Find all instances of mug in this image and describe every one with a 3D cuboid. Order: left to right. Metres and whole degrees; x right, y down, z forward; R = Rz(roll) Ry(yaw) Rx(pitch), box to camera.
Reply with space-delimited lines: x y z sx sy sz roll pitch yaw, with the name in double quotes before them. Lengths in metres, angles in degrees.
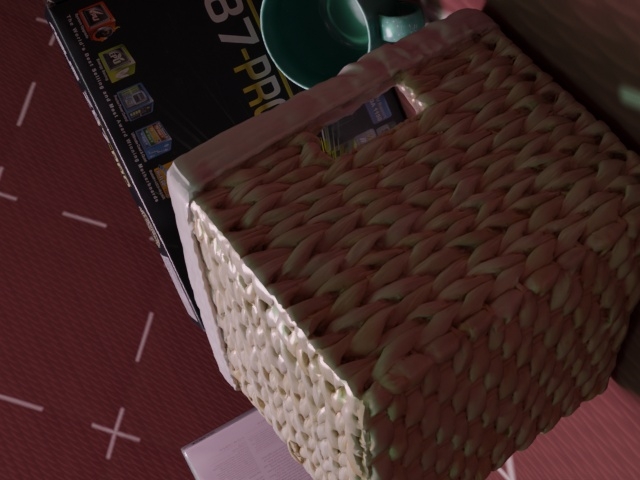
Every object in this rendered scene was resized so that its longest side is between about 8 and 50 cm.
"mug" 0.028 -0.222 0.915 0.158 0.097 0.129 36 132 10

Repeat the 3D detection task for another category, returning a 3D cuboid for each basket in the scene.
"basket" 0.086 0.038 0.780 0.266 0.328 0.331 47 158 33

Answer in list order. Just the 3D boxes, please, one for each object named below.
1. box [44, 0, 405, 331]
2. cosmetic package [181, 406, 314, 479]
"box" -0.081 -0.140 1.012 0.395 0.318 0.097 67 165 -11
"cosmetic package" -0.024 0.418 1.634 0.284 0.377 0.097 63 165 3
